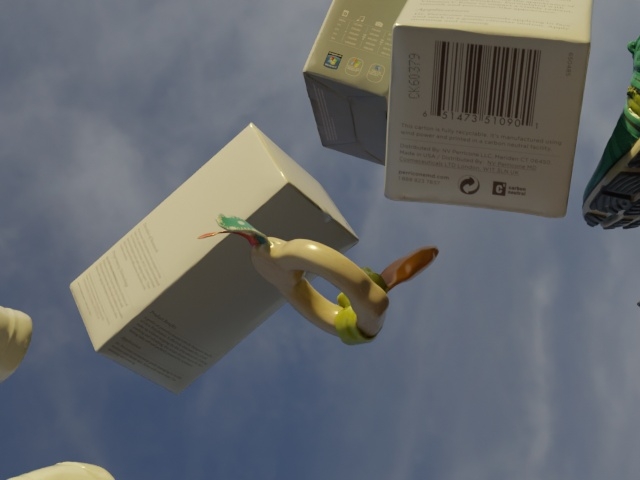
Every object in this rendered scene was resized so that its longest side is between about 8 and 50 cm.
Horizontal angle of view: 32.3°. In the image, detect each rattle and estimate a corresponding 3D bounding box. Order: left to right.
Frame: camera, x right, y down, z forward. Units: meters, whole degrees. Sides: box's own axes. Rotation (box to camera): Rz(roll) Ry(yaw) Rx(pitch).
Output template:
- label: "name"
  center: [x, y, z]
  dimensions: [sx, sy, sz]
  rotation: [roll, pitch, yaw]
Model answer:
- label: "rattle"
  center: [0.000, 0.000, 1.100]
  dimensions: [0.143, 0.199, 0.130]
  rotation: [-54, -14, -11]

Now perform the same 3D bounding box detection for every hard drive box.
- label: "hard drive box"
  center: [0.072, -0.221, 1.155]
  dimensions: [0.181, 0.089, 0.232]
  rotation: [72, -142, -71]

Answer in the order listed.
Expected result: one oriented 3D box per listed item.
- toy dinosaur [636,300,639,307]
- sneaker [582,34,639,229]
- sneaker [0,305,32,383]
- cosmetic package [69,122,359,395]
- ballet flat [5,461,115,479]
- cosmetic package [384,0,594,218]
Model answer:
- label: "toy dinosaur"
  center: [0.352, 0.018, 0.837]
  dimensions: [0.118, 0.268, 0.064]
  rotation: [23, -123, -51]
- label: "sneaker"
  center: [0.295, -0.119, 0.906]
  dimensions: [0.107, 0.275, 0.110]
  rotation: [4, -137, -20]
- label: "sneaker"
  center: [-0.444, 0.126, 1.103]
  dimensions: [0.169, 0.292, 0.108]
  rotation: [32, -148, -38]
- label: "cosmetic package"
  center: [-0.153, 0.034, 1.598]
  dimensions: [0.197, 0.365, 0.155]
  rotation: [41, -169, -47]
- label: "ballet flat"
  center: [-0.197, 0.365, 0.869]
  dimensions: [0.139, 0.139, 0.400]
  rotation: [14, -132, -44]
- label: "cosmetic package"
  center: [0.144, -0.131, 0.926]
  dimensions: [0.184, 0.151, 0.152]
  rotation: [-62, -23, -59]
